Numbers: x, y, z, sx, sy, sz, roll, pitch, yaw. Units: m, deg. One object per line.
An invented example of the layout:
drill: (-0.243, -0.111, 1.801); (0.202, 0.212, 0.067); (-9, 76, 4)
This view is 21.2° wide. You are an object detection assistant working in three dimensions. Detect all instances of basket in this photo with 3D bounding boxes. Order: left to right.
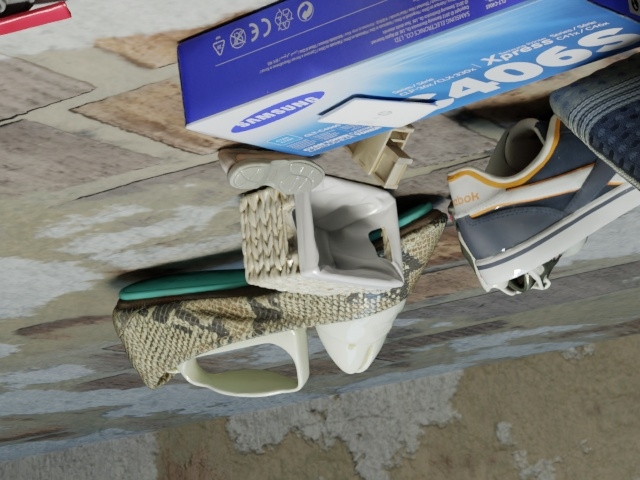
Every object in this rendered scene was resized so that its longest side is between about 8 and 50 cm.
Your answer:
basket: (0.000, 0.000, 1.861); (0.103, 0.113, 0.167); (-14, 165, 36)

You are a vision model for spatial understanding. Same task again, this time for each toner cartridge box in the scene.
toner cartridge box: (0.073, -0.153, 1.312); (0.348, 0.075, 0.165); (-16, 164, 35)

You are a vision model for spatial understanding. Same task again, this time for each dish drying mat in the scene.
dish drying mat: (-0.221, -0.155, 1.221); (0.083, 0.008, 0.032); (-14, 175, -2)

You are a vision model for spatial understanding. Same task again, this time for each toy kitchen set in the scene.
toy kitchen set: (0.075, -0.097, 1.591); (0.075, 0.083, 0.068); (3, 122, -41)

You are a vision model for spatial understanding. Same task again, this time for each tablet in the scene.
tablet: (0.045, -0.100, 1.343); (0.083, 0.006, 0.054); (0, 165, -35)

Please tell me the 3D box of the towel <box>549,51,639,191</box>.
towel: (0.369, -0.097, 1.242); (0.324, 0.056, 0.312); (-21, -152, -8)

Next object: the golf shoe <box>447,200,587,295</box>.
golf shoe: (0.241, 0.012, 2.046); (0.105, 0.120, 0.273); (-18, 165, 32)

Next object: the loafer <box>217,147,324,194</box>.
loafer: (-0.048, -0.074, 1.692); (0.125, 0.039, 0.045); (2, 131, -47)

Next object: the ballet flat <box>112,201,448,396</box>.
ballet flat: (-0.035, 0.092, 2.077); (0.483, 0.182, 0.164); (-16, -173, 29)

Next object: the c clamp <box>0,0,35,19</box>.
c clamp: (-0.270, -0.164, 1.181); (0.137, 0.022, 0.160); (-8, 168, 2)

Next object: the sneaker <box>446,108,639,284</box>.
sneaker: (0.266, -0.083, 1.668); (0.321, 0.127, 0.126); (-29, -177, -25)
